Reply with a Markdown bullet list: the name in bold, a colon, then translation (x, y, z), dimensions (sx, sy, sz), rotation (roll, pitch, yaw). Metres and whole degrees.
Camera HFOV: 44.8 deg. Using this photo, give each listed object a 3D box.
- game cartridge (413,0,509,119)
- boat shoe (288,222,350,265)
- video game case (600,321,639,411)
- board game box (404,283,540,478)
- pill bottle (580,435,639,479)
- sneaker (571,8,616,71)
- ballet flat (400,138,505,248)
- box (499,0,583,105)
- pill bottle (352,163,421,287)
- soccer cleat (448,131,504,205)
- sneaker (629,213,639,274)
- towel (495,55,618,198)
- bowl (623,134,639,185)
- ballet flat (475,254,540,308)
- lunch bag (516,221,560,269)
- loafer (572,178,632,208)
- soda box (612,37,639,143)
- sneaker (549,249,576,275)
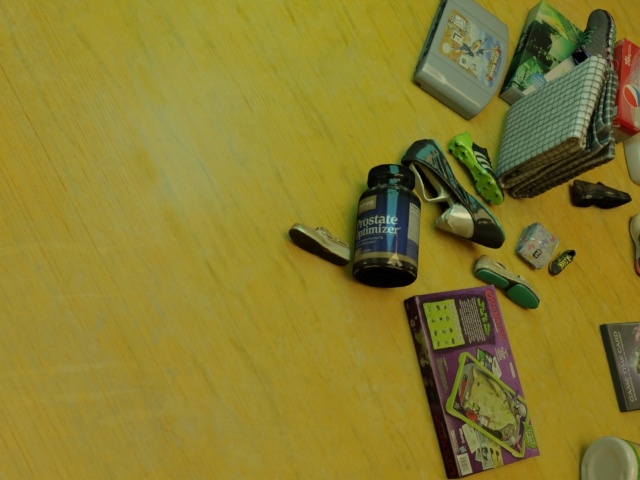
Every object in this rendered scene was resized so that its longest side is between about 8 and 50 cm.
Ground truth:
- **game cartridge**: translation (0.335, -0.430, 1.785), dimensions (0.198, 0.062, 0.297), rotation (28, 61, -13)
- **boat shoe**: translation (0.000, 0.000, 1.446), dimensions (0.135, 0.050, 0.045), rotation (32, 56, -27)
- **video game case**: translation (0.765, 0.281, 1.776), dimensions (0.274, 0.026, 0.196), rotation (0, 72, -28)
- **board game box**: translation (0.295, 0.266, 1.510), dimensions (0.208, 0.056, 0.347), rotation (-6, 75, -26)
- **pill bottle**: translation (0.667, 0.490, 1.576), dimensions (0.245, 0.136, 0.136), rotation (20, 64, -22)
- **sneaker**: translation (0.664, -0.482, 1.903), dimensions (0.098, 0.083, 0.224), rotation (13, 67, -20)
- **ballet flat**: translation (0.261, -0.081, 1.599), dimensions (0.096, 0.095, 0.280), rotation (-32, 79, -24)
- **box**: translation (0.579, -0.412, 1.909), dimensions (0.232, 0.058, 0.322), rotation (33, 58, -15)
- **pill bottle**: translation (0.129, -0.029, 1.480), dimensions (0.123, 0.123, 0.219), rotation (16, 65, -23)
- **soccer cleat**: translation (0.352, -0.160, 1.690), dimensions (0.072, 0.060, 0.179), rotation (-33, 87, -35)
- **sneaker**: translation (0.793, 0.005, 1.862), dimensions (0.057, 0.075, 0.161), rotation (14, 66, -24)
- **towel**: translation (0.514, -0.237, 1.674), dimensions (0.121, 0.283, 0.235), rotation (30, 61, -18)
- **bowl**: translation (0.851, -0.206, 1.987), dimensions (0.142, 0.053, 0.142), rotation (8, 69, -28)
- **ballet flat**: translation (0.399, 0.083, 1.630), dimensions (0.168, 0.057, 0.052), rotation (33, 50, -15)
- **lunch bag**: translation (0.474, 0.014, 1.698), dimensions (0.071, 0.053, 0.083), rotation (39, 67, -10)
- **loafer**: translation (0.673, -0.114, 1.850), dimensions (0.170, 0.062, 0.061), rotation (4, 65, -29)
- **soda box**: translation (0.771, -0.386, 1.990), dimensions (0.092, 0.083, 0.263), rotation (25, 62, -19)
- **sneaker**: translation (0.541, 0.045, 1.732), dimensions (0.031, 0.035, 0.083), rotation (47, 57, -5)
